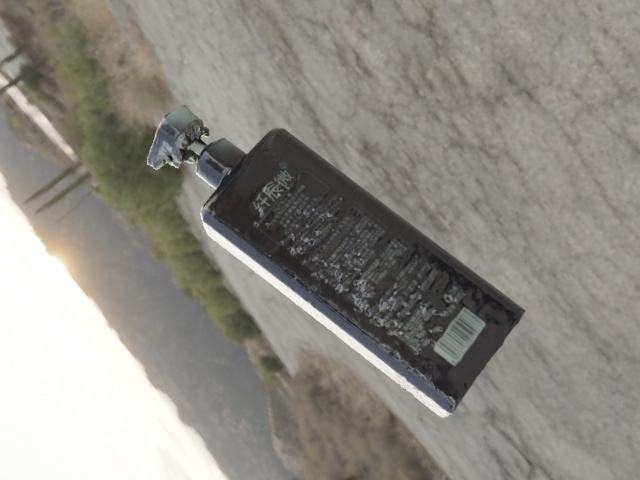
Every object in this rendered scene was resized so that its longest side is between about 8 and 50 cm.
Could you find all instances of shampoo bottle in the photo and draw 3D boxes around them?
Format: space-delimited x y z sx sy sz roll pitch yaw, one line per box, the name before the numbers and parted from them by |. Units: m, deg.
shampoo bottle | 0.000 -0.001 0.670 0.309 0.098 0.071 38 167 8
